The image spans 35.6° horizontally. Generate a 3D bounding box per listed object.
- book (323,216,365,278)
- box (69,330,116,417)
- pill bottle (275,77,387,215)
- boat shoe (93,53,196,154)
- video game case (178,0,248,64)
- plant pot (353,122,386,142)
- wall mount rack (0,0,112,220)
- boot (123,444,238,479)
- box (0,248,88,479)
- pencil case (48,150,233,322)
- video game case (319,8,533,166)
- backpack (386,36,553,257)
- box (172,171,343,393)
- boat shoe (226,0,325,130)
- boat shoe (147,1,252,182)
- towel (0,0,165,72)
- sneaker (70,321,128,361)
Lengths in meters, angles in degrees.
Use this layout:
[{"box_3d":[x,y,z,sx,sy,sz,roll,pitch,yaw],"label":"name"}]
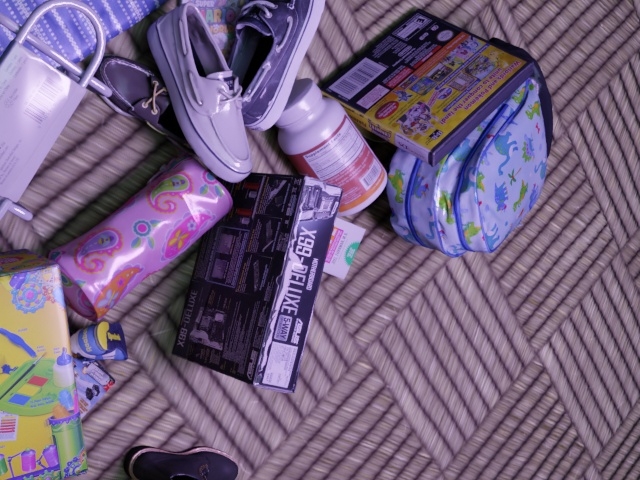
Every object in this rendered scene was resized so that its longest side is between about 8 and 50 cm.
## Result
[{"box_3d":[0.000,0.000,1.694,0.144,0.035,0.096,21,92,-37],"label":"book"},{"box_3d":[-0.372,0.191,1.441,0.094,0.027,0.137,-47,120,-22],"label":"box"},{"box_3d":[0.007,-0.153,1.627,0.121,0.121,0.216,-49,120,-22],"label":"pill bottle"},{"box_3d":[-0.235,-0.202,1.471,0.227,0.068,0.081,34,75,-35],"label":"boat shoe"},{"box_3d":[-0.166,-0.346,1.540,0.119,0.015,0.166,2,94,-37],"label":"video game case"},{"box_3d":[0.106,-0.226,1.725,0.083,0.083,0.079,50,54,-30],"label":"plant pot"},{"box_3d":[-0.448,-0.187,1.266,0.304,0.130,0.350,35,85,-38],"label":"wall mount rack"},{"box_3d":[-0.186,0.370,1.533,0.197,0.137,0.077,9,90,-38],"label":"boot"},{"box_3d":[-0.473,0.177,1.253,0.289,0.177,0.279,-10,102,-28],"label":"box"},{"box_3d":[-0.261,-0.009,1.448,0.284,0.124,0.124,-42,118,-26],"label":"pencil case"},{"box_3d":[0.176,-0.264,1.672,0.275,0.248,0.035,-42,148,-25],"label":"video game case"},{"box_3d":[0.264,-0.132,1.739,0.355,0.273,0.290,-33,135,-22],"label":"backpack"},{"box_3d":[-0.101,0.053,1.495,0.076,0.242,0.308,16,85,-37],"label":"box"},{"box_3d":[-0.082,-0.325,1.537,0.102,0.108,0.301,25,83,-53],"label":"boat shoe"},{"box_3d":[-0.157,-0.217,1.445,0.096,0.088,0.268,-13,78,-53],"label":"boat shoe"},{"box_3d":[-0.377,-0.367,1.374,0.336,0.040,0.243,-41,119,-24],"label":"towel"},{"box_3d":[-0.318,0.148,1.437,0.059,0.144,0.053,-18,74,3],"label":"sneaker"}]
